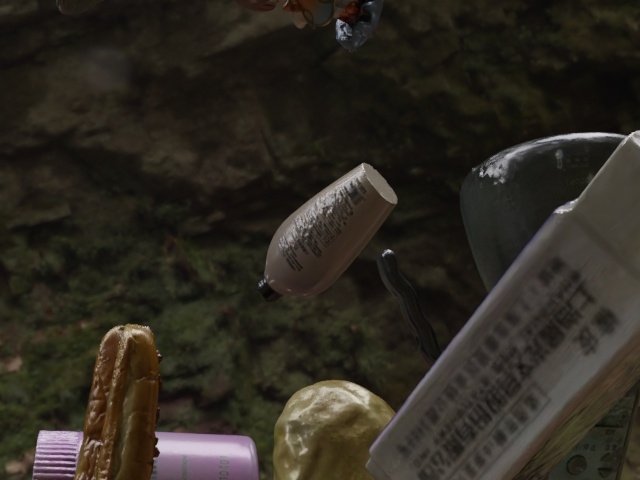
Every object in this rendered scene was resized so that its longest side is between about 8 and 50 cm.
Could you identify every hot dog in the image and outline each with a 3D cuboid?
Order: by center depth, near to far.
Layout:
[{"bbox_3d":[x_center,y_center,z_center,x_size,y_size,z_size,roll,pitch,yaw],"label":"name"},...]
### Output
[{"bbox_3d":[-0.217,0.217,1.193,0.076,0.249,0.102,19,-21,-39],"label":"hot dog"}]

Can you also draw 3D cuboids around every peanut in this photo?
[{"bbox_3d":[0.042,0.273,0.914,0.147,0.319,0.147,-18,-23,-8],"label":"peanut"}]

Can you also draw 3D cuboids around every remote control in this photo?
[{"bbox_3d":[0.233,0.216,0.994,0.098,0.234,0.038,6,11,-26],"label":"remote control"}]

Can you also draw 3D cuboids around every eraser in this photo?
[{"bbox_3d":[0.145,0.056,0.630,0.124,0.081,0.279,-16,-34,-49],"label":"eraser"}]

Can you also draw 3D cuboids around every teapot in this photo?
[{"bbox_3d":[0.243,0.046,1.134,0.305,0.285,0.223,5,-20,-35],"label":"teapot"}]

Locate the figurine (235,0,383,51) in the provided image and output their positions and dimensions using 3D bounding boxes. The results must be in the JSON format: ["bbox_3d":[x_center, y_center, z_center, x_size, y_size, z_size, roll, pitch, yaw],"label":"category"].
[{"bbox_3d":[-0.063,-0.602,2.412,0.388,0.248,0.277,14,-42,-26],"label":"figurine"}]

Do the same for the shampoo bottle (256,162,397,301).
[{"bbox_3d":[0.000,0.000,1.590,0.257,0.127,0.078,-42,-25,22],"label":"shampoo bottle"}]

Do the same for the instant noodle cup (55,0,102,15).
[{"bbox_3d":[-0.344,-0.447,1.434,0.217,0.207,0.217,-47,-1,-1],"label":"instant noodle cup"}]

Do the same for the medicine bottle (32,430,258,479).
[{"bbox_3d":[-0.236,0.343,1.436,0.290,0.178,0.178,4,-23,-12],"label":"medicine bottle"}]
